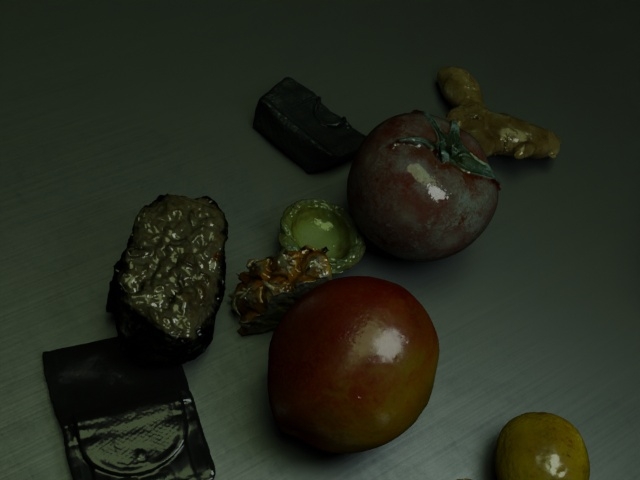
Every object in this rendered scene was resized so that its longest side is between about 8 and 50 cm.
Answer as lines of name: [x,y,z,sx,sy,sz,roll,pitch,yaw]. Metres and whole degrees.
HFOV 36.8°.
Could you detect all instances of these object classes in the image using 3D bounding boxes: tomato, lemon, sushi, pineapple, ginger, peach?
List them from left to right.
sushi: [-0.279,0.061,1.800,0.211,0.170,0.350,13,50,-4]
pineapple: [-0.059,0.099,1.856,0.186,0.237,0.114,33,39,-50]
peach: [0.052,0.224,1.718,0.308,0.308,0.332,41,75,15]
tomato: [0.207,-0.111,1.977,0.317,0.282,0.316,20,44,-21]
ginger: [0.365,-0.242,2.222,0.348,0.122,0.363,26,43,15]
lemon: [0.402,0.404,1.747,0.170,0.170,0.207,14,48,-5]

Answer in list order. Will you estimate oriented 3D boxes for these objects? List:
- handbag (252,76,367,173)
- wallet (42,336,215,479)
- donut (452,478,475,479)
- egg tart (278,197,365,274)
handbag: [-0.029,-0.263,2.165,0.270,0.088,0.175,41,49,15]
wallet: [-0.342,0.307,1.702,0.247,0.041,0.322,-9,53,-22]
donut: [0.258,0.502,1.705,0.152,0.058,0.151,7,53,-10]
egg tart: [0.000,0.000,1.983,0.197,0.078,0.197,9,53,-11]
